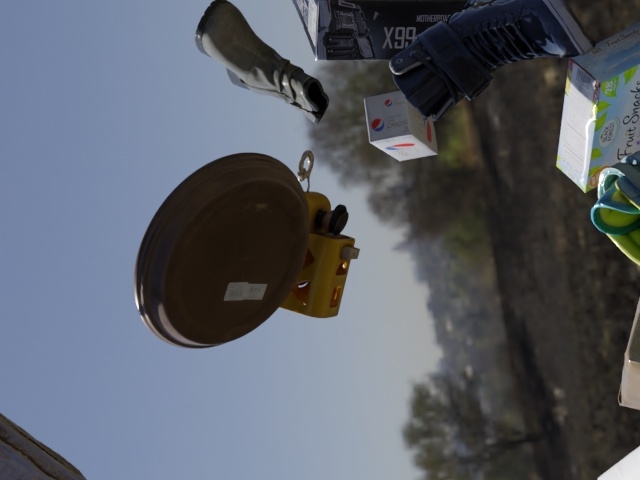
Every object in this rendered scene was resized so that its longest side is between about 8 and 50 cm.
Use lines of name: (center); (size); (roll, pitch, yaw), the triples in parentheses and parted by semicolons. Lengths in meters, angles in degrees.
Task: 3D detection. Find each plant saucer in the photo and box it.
plant saucer: (-0.115, 0.021, 1.797); (0.041, 0.278, 0.278); (32, 148, 40)

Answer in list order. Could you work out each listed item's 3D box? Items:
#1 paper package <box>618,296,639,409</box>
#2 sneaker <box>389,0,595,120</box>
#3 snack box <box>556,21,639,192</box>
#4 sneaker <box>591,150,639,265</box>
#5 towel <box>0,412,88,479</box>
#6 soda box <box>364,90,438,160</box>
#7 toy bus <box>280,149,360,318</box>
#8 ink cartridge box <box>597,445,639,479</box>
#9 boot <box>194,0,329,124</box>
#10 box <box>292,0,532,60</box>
paper package: (0.573, 0.094, 1.800); (0.168, 0.325, 0.309); (70, -143, -63)
sneaker: (0.156, -0.173, 1.312); (0.086, 0.163, 0.226); (51, -179, -18)
snack box: (0.405, -0.184, 1.846); (0.070, 0.174, 0.207); (49, 157, 35)
sneaker: (0.392, -0.110, 1.594); (0.127, 0.208, 0.319); (105, 155, -66)
towel: (-0.408, 0.353, 1.675); (0.282, 0.187, 0.049); (-55, 0, 10)
soda box: (0.131, -0.180, 2.225); (0.216, 0.069, 0.074); (17, -116, -74)
toy bus: (-0.001, 0.011, 1.964); (0.191, 0.104, 0.202); (-58, -27, -33)
ink cartridge box: (0.451, 0.267, 1.649); (0.148, 0.203, 0.086); (115, 137, -61)
boot: (-0.072, -0.255, 2.009); (0.083, 0.161, 0.246); (-60, -22, -6)
box: (0.094, -0.288, 1.608); (0.307, 0.242, 0.076); (-106, 16, -63)
